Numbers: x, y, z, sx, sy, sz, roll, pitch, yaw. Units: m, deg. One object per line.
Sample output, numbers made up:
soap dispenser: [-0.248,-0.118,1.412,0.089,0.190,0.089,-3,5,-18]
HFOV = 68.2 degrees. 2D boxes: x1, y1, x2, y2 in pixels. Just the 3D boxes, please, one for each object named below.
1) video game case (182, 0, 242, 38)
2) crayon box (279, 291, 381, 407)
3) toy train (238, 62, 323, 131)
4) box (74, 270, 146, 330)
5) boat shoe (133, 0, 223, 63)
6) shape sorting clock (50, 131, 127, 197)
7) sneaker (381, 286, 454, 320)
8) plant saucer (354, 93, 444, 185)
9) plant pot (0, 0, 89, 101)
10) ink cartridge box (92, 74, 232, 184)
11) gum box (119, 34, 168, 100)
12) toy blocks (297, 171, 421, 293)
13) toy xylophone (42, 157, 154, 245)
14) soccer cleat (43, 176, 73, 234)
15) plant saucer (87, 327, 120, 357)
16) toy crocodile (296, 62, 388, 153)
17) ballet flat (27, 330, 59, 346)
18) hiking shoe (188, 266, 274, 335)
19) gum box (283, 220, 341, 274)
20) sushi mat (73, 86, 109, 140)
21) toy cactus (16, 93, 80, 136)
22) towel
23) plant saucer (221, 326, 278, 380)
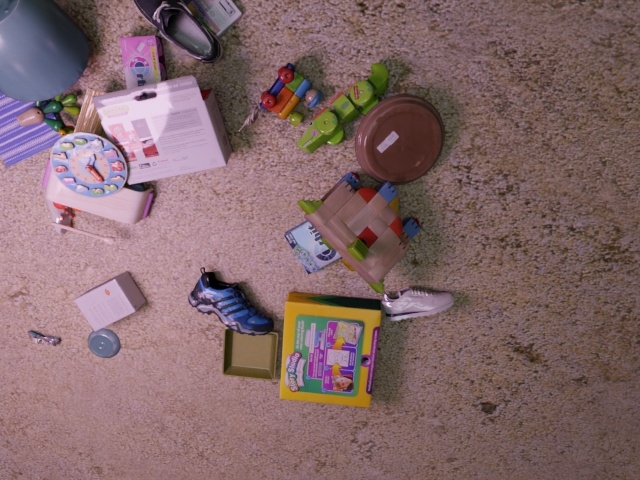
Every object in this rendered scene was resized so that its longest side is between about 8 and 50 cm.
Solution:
video game case: [-0.359,-0.680,1.377,0.183,0.023,0.201,-38,101,12]
crayon box: [0.029,0.369,1.600,0.314,0.106,0.362,6,105,3]
toy train: [-0.116,-0.387,1.412,0.143,0.105,0.248,33,105,-20]
box: [-0.708,0.204,1.598,0.171,0.091,0.130,-25,102,9]
boat shoe: [-0.410,-0.622,1.335,0.303,0.091,0.114,34,104,-7]
shape sorting clock: [-0.662,-0.212,1.354,0.207,0.040,0.206,-6,124,-8]
sneaker: [0.320,0.195,1.552,0.235,0.090,0.094,-13,95,5]
plant saucer: [0.241,-0.289,1.406,0.278,0.041,0.277,-4,118,-7]
plant pot: [-0.822,-0.560,1.263,0.293,0.235,0.292,0,75,2]
ink cartridge box: [-0.451,-0.335,1.384,0.310,0.130,0.271,-9,122,5]
gum box: [-0.521,-0.505,1.411,0.107,0.062,0.188,-2,106,4]
toy blocks: [0.146,-0.063,1.435,0.381,0.191,0.261,46,76,-10]
toy xylophone: [-0.703,-0.126,1.469,0.323,0.081,0.236,27,108,-22]
soccer cleat: [-0.856,-0.118,1.536,0.076,0.068,0.196,2,98,7]
plant saucer: [-0.776,0.371,1.683,0.120,0.021,0.119,1,105,3]
toy crocodile: [0.067,-0.383,1.391,0.341,0.115,0.105,-39,74,11]
ballet flat: [-0.988,0.352,1.676,0.115,0.041,0.041,15,105,-2]
hiking shoe: [-0.285,0.212,1.568,0.304,0.113,0.132,25,106,-4]
gum box: [0.000,0.000,1.533,0.185,0.041,0.156,-29,102,10]
sushi mat: [-0.681,-0.302,1.458,0.152,0.019,0.316,18,111,-29]
toy cactus: [-0.816,-0.389,1.418,0.181,0.112,0.218,-26,114,-6]
towel: [-0.967,-0.427,1.468,0.243,0.040,0.335,-21,103,9]
plant saucer: [-0.243,0.388,1.649,0.189,0.045,0.188,6,105,1]
